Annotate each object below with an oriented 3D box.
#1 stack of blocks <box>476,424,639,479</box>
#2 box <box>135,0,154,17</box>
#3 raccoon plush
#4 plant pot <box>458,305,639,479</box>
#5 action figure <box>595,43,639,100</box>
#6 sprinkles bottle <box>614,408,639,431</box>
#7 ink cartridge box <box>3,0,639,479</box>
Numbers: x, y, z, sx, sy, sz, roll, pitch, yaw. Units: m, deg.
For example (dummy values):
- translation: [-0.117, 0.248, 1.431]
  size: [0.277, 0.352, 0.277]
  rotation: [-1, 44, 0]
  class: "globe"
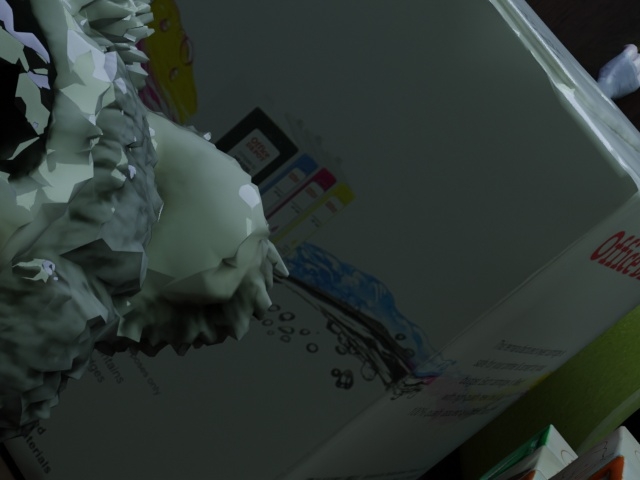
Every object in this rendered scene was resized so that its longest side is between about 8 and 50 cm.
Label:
- translation: [0.062, 0.149, 0.550]
  size: [0.087, 0.171, 0.297]
  rotation: [51, 12, 4]
  class: "stack of blocks"
- translation: [-0.177, -0.223, 0.895]
  size: [0.311, 0.121, 0.148]
  rotation: [49, 13, -4]
  class: "box"
- translation: [-0.154, -0.104, 0.503]
  size: [0.299, 0.216, 0.446]
  rotation: [54, 11, -18]
  class: "raccoon plush"
- translation: [0.188, 0.117, 0.937]
  size: [0.275, 0.275, 0.293]
  rotation: [44, 4, -25]
  class: "plant pot"
- translation: [0.097, -0.063, 1.098]
  size: [0.370, 0.248, 0.275]
  rotation: [44, 15, -15]
  class: "action figure"
- translation: [0.234, 0.138, 1.275]
  size: [0.121, 0.121, 0.355]
  rotation: [50, 13, -3]
  class: "sprinkles bottle"
- translation: [0.000, 0.000, 0.617]
  size: [0.168, 0.233, 0.171]
  rotation: [55, 13, 18]
  class: "ink cartridge box"
